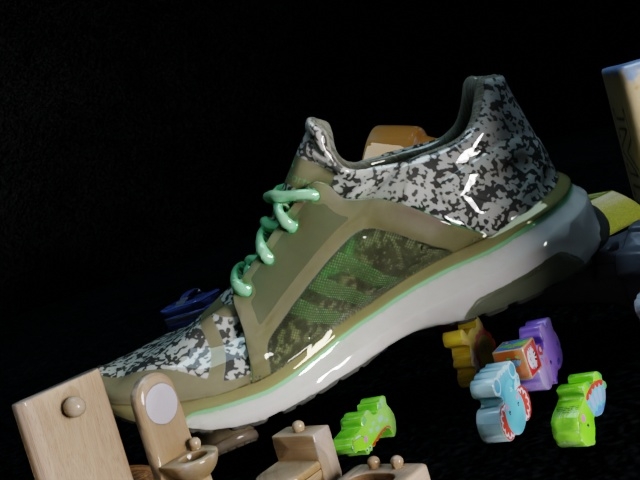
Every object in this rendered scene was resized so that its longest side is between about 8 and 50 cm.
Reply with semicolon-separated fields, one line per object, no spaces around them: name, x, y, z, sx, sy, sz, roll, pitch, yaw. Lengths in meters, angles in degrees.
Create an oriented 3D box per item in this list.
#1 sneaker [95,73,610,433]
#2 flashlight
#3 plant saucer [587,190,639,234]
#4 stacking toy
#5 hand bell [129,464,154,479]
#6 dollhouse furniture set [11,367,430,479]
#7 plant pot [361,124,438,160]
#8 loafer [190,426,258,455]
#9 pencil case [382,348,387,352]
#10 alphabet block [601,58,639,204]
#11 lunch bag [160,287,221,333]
sneaker;0.000;0.000;0.775;0.410;0.182;0.158;-25;13;-1
flashlight;0.196;0.033;0.871;0.304;0.103;0.103;-7;36;42
plant saucer;0.296;-0.020;1.316;0.188;0.045;0.188;-22;8;-41
stacking toy;0.132;0.095;0.674;0.167;0.052;0.221;-14;8;35
hand bell;-0.169;0.171;0.613;0.126;0.126;0.242;-12;-5;35
dollhouse furniture set;-0.050;0.117;0.554;0.151;0.123;0.144;-11;8;40
plant pot;0.157;-0.033;1.203;0.188;0.205;0.205;2;11;15
loafer;-0.096;0.141;0.821;0.056;0.050;0.148;-19;6;-26
pencil case;-0.044;0.094;0.947;0.206;0.086;0.088;-17;18;-14
alphabet block;0.496;-0.158;1.338;0.192;0.197;0.193;-14;6;12
lunch bag;-0.165;0.099;1.352;0.067;0.065;0.098;-14;6;15
